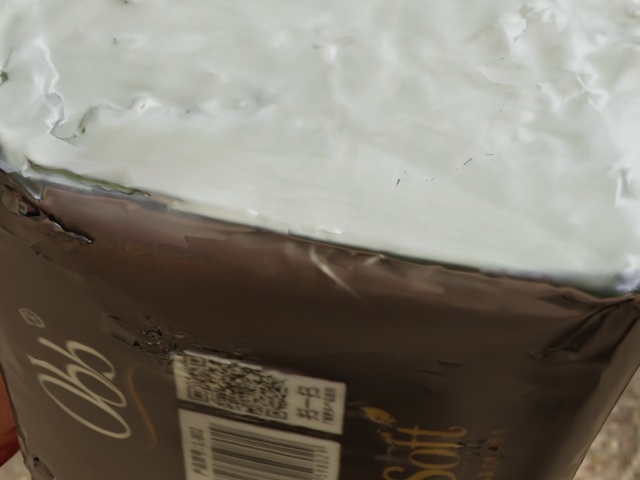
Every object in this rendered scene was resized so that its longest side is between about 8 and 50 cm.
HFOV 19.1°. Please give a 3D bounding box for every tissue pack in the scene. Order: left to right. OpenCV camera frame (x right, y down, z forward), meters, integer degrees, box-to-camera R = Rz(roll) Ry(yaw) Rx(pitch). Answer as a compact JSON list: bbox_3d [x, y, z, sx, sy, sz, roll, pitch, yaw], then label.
[{"bbox_3d":[0.000,0.000,0.637,0.210,0.370,0.198,17,65,4],"label":"tissue pack"}]

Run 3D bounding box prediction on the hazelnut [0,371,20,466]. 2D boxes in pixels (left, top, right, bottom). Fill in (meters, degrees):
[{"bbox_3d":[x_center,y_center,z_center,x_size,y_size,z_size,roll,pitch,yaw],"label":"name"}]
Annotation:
[{"bbox_3d":[-0.327,0.002,1.183,0.420,0.421,0.353,-20,69,-36],"label":"hazelnut"}]
